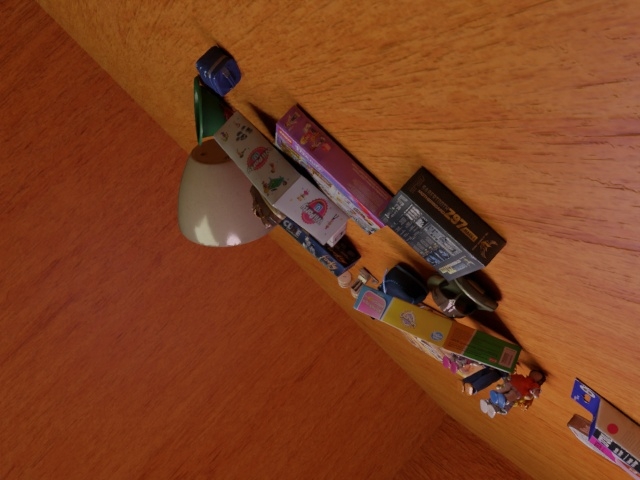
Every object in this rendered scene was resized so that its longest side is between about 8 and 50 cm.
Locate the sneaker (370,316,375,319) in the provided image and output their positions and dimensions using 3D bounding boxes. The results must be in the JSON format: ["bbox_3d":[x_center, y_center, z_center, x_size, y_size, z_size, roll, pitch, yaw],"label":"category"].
[{"bbox_3d":[0.208,0.248,2.438,0.051,0.089,0.170,39,171,30],"label":"sneaker"}]

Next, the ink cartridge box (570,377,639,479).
[{"bbox_3d":[0.645,0.433,1.355,0.371,0.069,0.175,42,172,28],"label":"ink cartridge box"}]

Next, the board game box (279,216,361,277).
[{"bbox_3d":[0.000,0.000,2.071,0.243,0.042,0.165,42,-159,8],"label":"board game box"}]

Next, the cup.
[{"bbox_3d":[-0.290,-0.172,2.070,0.331,0.331,0.236,36,143,43],"label":"cup"}]

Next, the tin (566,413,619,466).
[{"bbox_3d":[0.655,0.471,1.587,0.106,0.040,0.190,51,170,-22],"label":"tin"}]

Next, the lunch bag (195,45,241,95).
[{"bbox_3d":[-0.210,-0.351,1.433,0.065,0.067,0.098,41,173,18],"label":"lunch bag"}]

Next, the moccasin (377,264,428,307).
[{"bbox_3d":[0.212,0.161,1.851,0.138,0.117,0.342,41,171,13],"label":"moccasin"}]

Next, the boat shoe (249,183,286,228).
[{"bbox_3d":[-0.139,-0.084,1.627,0.064,0.060,0.178,40,-174,-35],"label":"boat shoe"}]

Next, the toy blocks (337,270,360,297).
[{"bbox_3d":[0.120,0.177,2.632,0.123,0.054,0.148,42,172,12],"label":"toy blocks"}]

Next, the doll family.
[{"bbox_3d":[0.422,0.334,1.619,0.263,0.163,0.118,33,136,53],"label":"doll family"}]

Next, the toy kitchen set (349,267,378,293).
[{"bbox_3d":[0.144,0.144,2.257,0.068,0.075,0.083,40,176,15],"label":"toy kitchen set"}]

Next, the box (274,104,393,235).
[{"bbox_3d":[0.030,-0.136,1.405,0.293,0.057,0.201,43,174,-1],"label":"box"}]

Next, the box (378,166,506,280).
[{"bbox_3d":[0.199,-0.020,1.170,0.183,0.059,0.232,43,171,4],"label":"box"}]

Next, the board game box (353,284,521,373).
[{"bbox_3d":[0.263,0.200,1.572,0.242,0.064,0.317,23,177,-35],"label":"board game box"}]

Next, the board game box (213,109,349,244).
[{"bbox_3d":[-0.095,-0.147,1.600,0.303,0.097,0.224,48,-173,38],"label":"board game box"}]

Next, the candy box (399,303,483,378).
[{"bbox_3d":[0.325,0.271,1.982,0.183,0.087,0.316,47,172,-25],"label":"candy box"}]

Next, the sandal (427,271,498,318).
[{"bbox_3d":[0.280,0.122,1.416,0.120,0.086,0.303,43,172,2],"label":"sandal"}]

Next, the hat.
[{"bbox_3d":[-0.239,-0.336,1.824,0.173,0.184,0.208,151,114,-75],"label":"hat"}]

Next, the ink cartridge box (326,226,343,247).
[{"bbox_3d":[0.016,-0.046,1.940,0.104,0.060,0.180,42,172,8],"label":"ink cartridge box"}]
